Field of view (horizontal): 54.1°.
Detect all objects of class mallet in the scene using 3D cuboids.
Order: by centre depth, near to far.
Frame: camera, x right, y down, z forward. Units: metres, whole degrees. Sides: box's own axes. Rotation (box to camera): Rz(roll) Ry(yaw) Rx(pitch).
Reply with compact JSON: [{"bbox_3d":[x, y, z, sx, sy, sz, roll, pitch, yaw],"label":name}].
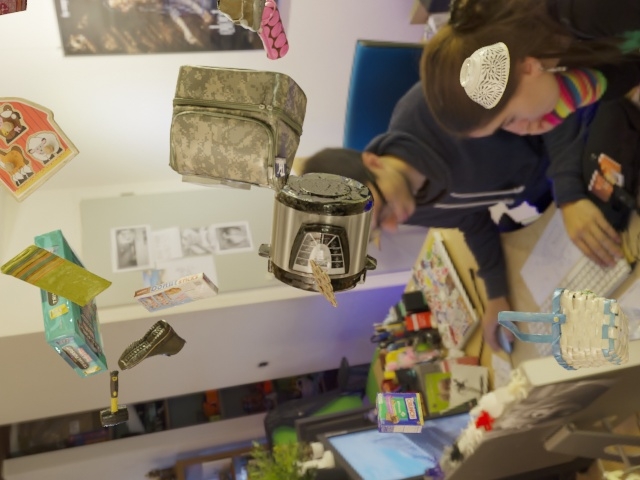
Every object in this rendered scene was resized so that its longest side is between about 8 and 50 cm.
[{"bbox_3d":[-0.444,0.344,1.378,0.039,0.062,0.189,61,140,39],"label":"mallet"}]

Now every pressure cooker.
[{"bbox_3d":[0.002,-0.002,2.278,0.370,0.375,0.420,29,122,40],"label":"pressure cooker"}]

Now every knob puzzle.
[{"bbox_3d":[-0.610,-0.199,1.245,0.030,0.213,0.213,-89,-3,-74],"label":"knob puzzle"}]

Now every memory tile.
[{"bbox_3d":[0.008,0.131,1.907,0.113,0.012,0.148,45,159,46],"label":"memory tile"}]

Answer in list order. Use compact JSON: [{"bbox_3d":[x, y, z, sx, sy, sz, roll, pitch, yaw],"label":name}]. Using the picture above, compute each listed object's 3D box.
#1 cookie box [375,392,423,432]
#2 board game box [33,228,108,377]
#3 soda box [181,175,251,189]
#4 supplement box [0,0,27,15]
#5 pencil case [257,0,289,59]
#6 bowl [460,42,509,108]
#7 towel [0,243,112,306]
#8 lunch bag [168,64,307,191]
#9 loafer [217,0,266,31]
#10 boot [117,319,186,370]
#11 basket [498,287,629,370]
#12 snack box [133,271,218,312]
[{"bbox_3d":[0.195,0.425,1.546,0.092,0.107,0.040,-92,5,-46],"label":"cookie box"},{"bbox_3d":[-0.694,0.177,1.740,0.254,0.079,0.336,85,165,-56],"label":"board game box"},{"bbox_3d":[-0.298,-0.200,1.802,0.286,0.098,0.091,10,90,55],"label":"soda box"},{"bbox_3d":[-0.571,-0.432,1.106,0.055,0.083,0.043,46,138,12],"label":"supplement box"},{"bbox_3d":[-0.162,-0.667,2.010,0.209,0.095,0.098,60,-151,-65],"label":"pencil case"},{"bbox_3d":[0.417,-0.434,1.635,0.170,0.080,0.170,-176,90,-78],"label":"bowl"},{"bbox_3d":[-0.594,0.085,1.426,0.237,0.102,0.021,42,-161,-53],"label":"towel"},{"bbox_3d":[-0.196,-0.259,1.479,0.212,0.305,0.256,15,-95,-76],"label":"lunch bag"},{"bbox_3d":[-0.160,-0.465,1.233,0.251,0.087,0.094,-144,67,-71],"label":"loafer"},{"bbox_3d":[-0.526,0.358,1.986,0.077,0.198,0.137,47,174,40],"label":"boot"},{"bbox_3d":[0.633,0.231,1.621,0.255,0.289,0.201,32,-122,-53],"label":"basket"},{"bbox_3d":[-0.313,0.114,1.357,0.064,0.178,0.022,56,-153,-42],"label":"snack box"}]
